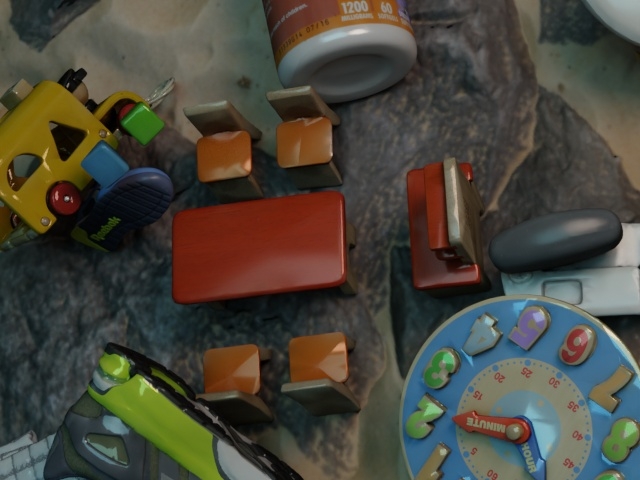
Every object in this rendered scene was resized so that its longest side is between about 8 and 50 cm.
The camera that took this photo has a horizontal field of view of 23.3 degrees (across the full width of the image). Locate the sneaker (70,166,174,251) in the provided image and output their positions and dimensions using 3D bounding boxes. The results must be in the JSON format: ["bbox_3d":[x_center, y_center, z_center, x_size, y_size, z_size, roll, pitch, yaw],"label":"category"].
[{"bbox_3d":[-0.170,-0.039,1.340,0.144,0.053,0.059,-27,39,51],"label":"sneaker"}]

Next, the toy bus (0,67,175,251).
[{"bbox_3d":[-0.232,-0.089,1.330,0.191,0.202,0.104,-41,107,13],"label":"toy bus"}]

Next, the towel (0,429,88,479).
[{"bbox_3d":[-0.260,0.303,1.265,0.284,0.121,0.235,-28,66,10],"label":"towel"}]

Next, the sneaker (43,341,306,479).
[{"bbox_3d":[-0.082,0.212,1.194,0.300,0.111,0.121,42,94,-7],"label":"sneaker"}]

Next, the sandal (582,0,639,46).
[{"bbox_3d":[0.400,-0.247,1.233,0.416,0.102,0.169,-19,84,-2],"label":"sandal"}]

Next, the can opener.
[{"bbox_3d":[0.273,0.014,1.190,0.283,0.095,0.076,-4,74,17],"label":"can opener"}]

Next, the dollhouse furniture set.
[{"bbox_3d":[0.000,0.000,1.259,0.259,0.135,0.262,-8,72,15],"label":"dollhouse furniture set"}]

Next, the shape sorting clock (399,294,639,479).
[{"bbox_3d":[0.156,0.144,1.192,0.206,0.040,0.206,2,94,27],"label":"shape sorting clock"}]

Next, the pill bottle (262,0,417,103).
[{"bbox_3d":[0.004,-0.238,1.336,0.121,0.121,0.216,-17,70,12],"label":"pill bottle"}]
